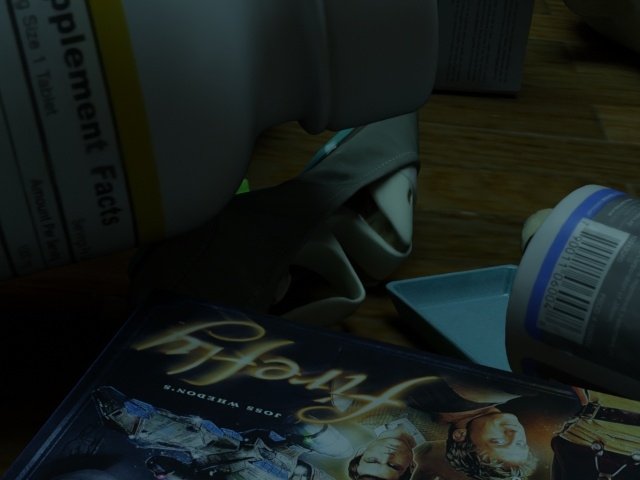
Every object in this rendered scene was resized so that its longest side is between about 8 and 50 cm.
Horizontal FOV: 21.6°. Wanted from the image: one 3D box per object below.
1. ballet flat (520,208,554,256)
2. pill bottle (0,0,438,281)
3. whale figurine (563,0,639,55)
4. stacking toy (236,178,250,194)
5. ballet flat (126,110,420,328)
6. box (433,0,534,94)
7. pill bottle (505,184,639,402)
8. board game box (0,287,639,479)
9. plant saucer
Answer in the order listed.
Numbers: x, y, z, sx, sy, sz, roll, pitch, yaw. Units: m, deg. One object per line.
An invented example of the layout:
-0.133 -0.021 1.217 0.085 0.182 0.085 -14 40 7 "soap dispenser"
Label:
0.140 0.022 0.686 0.057 0.049 0.173 -6 26 -27 "ballet flat"
-0.139 -0.075 0.576 0.334 0.188 0.188 -14 27 -9 "pill bottle"
0.259 -0.174 1.048 0.216 0.141 0.272 5 24 -4 "whale figurine"
-0.158 -0.042 0.756 0.221 0.052 0.167 26 31 37 "stacking toy"
0.000 0.000 0.703 0.068 0.072 0.213 43 35 11 "ballet flat"
0.061 -0.178 1.043 0.103 0.114 0.203 3 23 -9 "box"
0.140 0.037 0.575 0.137 0.078 0.078 22 28 31 "pill bottle"
0.032 0.095 0.482 0.243 0.042 0.165 12 31 13 "board game box"
0.098 0.059 0.634 0.067 0.018 0.192 -7 28 -28 "plant saucer"
